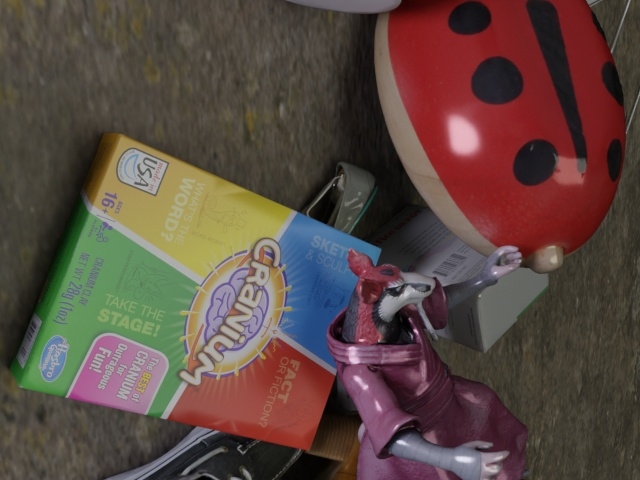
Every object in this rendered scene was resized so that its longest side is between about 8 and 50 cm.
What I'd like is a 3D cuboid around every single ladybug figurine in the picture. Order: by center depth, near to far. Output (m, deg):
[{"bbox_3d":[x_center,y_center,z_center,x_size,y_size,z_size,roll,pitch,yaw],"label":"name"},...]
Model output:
[{"bbox_3d":[0.227,-0.184,0.828,0.305,0.162,0.449,-6,73,-22],"label":"ladybug figurine"}]

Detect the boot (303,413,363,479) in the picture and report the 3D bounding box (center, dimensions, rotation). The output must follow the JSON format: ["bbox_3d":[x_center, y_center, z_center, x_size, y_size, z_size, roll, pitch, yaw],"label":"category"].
[{"bbox_3d":[0.040,0.380,0.927,0.211,0.104,0.295,20,79,-22],"label":"boot"}]

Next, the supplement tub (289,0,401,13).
[{"bbox_3d":[0.023,-0.382,0.683,0.191,0.191,0.272,7,96,-45],"label":"supplement tub"}]

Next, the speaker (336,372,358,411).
[{"bbox_3d":[0.047,0.159,0.948,0.055,0.055,0.136,-20,114,-39],"label":"speaker"}]

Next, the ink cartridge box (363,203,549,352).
[{"bbox_3d":[0.165,0.039,0.920,0.154,0.212,0.093,-36,127,-33],"label":"ink cartridge box"}]

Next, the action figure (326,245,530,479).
[{"bbox_3d":[0.092,0.158,0.761,0.370,0.276,0.248,62,37,-25],"label":"action figure"}]

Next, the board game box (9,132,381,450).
[{"bbox_3d":[-0.110,0.063,0.716,0.316,0.064,0.242,22,85,-32],"label":"board game box"}]

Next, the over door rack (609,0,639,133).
[{"bbox_3d":[0.504,-0.314,1.188,0.239,0.108,0.324,-4,125,-51],"label":"over door rack"}]

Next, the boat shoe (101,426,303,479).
[{"bbox_3d":[-0.124,0.283,0.770,0.335,0.119,0.121,-22,116,-39],"label":"boat shoe"}]

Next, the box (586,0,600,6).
[{"bbox_3d":[0.385,-0.510,1.071,0.169,0.087,0.290,-34,123,-33],"label":"box"}]

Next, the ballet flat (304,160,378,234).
[{"bbox_3d":[0.000,0.000,0.865,0.068,0.072,0.213,29,79,-17],"label":"ballet flat"}]
